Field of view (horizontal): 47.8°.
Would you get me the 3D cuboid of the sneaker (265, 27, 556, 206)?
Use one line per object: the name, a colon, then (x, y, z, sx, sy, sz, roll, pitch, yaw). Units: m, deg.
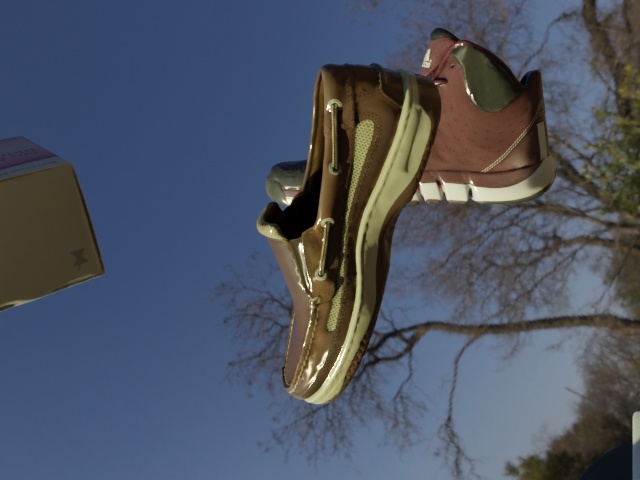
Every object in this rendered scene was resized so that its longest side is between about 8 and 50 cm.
sneaker: (0.080, -0.118, 0.698, 0.106, 0.281, 0.163, -72, -22, -70)

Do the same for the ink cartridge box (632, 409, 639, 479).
ink cartridge box: (0.322, 0.208, 0.404, 0.060, 0.275, 0.239, 48, -135, -33)

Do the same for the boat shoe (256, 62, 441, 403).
boat shoe: (-0.002, -0.003, 0.522, 0.095, 0.095, 0.258, 11, -74, -16)

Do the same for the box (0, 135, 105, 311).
box: (-0.352, -0.025, 0.783, 0.148, 0.232, 0.127, -21, -66, -28)

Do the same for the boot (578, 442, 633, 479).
boot: (0.384, 0.356, 0.796, 0.091, 0.229, 0.263, -112, 38, -71)
